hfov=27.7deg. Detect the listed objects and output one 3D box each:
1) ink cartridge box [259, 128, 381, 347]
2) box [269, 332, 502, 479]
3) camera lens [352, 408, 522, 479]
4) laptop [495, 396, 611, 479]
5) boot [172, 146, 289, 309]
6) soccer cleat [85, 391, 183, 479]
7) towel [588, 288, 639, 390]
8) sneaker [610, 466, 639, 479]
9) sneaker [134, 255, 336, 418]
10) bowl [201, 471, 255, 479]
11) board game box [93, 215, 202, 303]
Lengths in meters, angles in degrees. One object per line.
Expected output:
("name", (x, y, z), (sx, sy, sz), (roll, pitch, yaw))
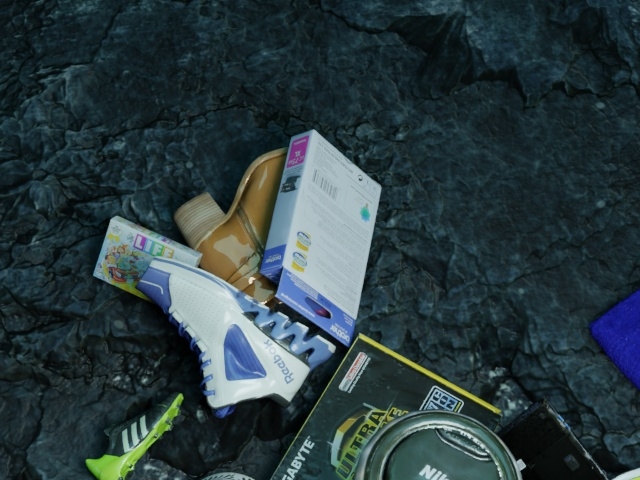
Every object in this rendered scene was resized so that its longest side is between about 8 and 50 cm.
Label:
("ink cartridge box", (0.000, 0.000, 2.068), (0.065, 0.185, 0.311), (-17, 49, 37))
("box", (0.088, 0.335, 1.939), (0.257, 0.079, 0.322), (29, 62, 9))
("camera lens", (0.142, 0.365, 1.726), (0.219, 0.274, 0.219), (2, 61, -4))
("laptop", (0.366, 0.352, 1.829), (0.136, 0.234, 0.264), (-26, 73, -42))
("boot", (-0.072, -0.018, 2.107), (0.283, 0.109, 0.220), (-30, 72, -27))
("soccer cleat", (-0.277, 0.286, 1.940), (0.072, 0.060, 0.179), (34, 66, 15))
("towel", (0.586, 0.167, 2.002), (0.227, 0.076, 0.308), (-33, 45, -4))
("sneaker", (0.515, 0.399, 1.930), (0.299, 0.111, 0.121), (-10, 65, -10))
("sneaker", (-0.154, 0.162, 1.951), (0.315, 0.127, 0.182), (28, 81, 2))
("bowl", (-0.144, 0.413, 1.825), (0.170, 0.080, 0.170), (-3, 81, 18))
("board game box", (-0.275, 0.039, 2.059), (0.154, 0.103, 0.026), (23, 19, 8))
